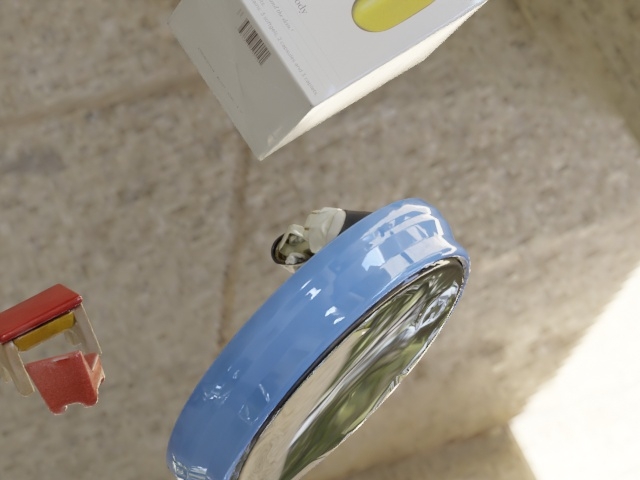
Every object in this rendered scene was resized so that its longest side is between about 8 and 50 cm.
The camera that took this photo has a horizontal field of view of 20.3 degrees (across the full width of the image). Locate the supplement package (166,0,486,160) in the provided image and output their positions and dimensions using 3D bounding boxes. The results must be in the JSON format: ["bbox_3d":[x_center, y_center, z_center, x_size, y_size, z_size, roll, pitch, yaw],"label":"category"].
[{"bbox_3d":[0.005,-0.260,2.026,0.262,0.199,0.198,-33,178,-25],"label":"supplement package"}]

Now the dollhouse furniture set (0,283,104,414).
[{"bbox_3d":[-0.388,0.144,1.789,0.374,0.201,0.152,-29,116,-22],"label":"dollhouse furniture set"}]

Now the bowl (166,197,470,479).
[{"bbox_3d":[0.007,0.128,1.860,0.391,0.077,0.391,-41,162,-16],"label":"bowl"}]

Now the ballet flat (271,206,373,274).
[{"bbox_3d":[0.000,0.000,2.073,0.074,0.074,0.203,-8,173,-29],"label":"ballet flat"}]
